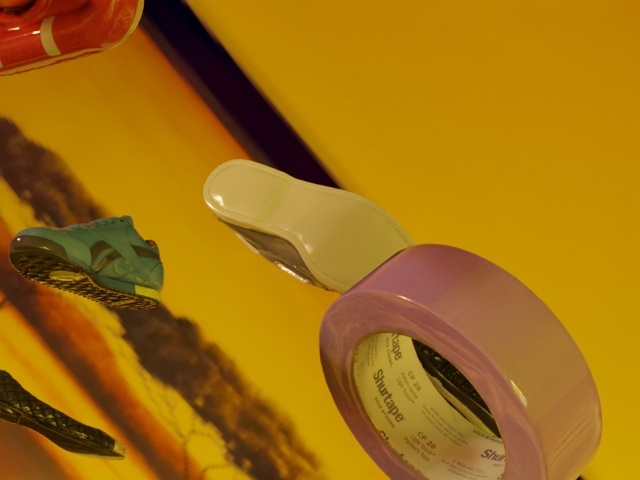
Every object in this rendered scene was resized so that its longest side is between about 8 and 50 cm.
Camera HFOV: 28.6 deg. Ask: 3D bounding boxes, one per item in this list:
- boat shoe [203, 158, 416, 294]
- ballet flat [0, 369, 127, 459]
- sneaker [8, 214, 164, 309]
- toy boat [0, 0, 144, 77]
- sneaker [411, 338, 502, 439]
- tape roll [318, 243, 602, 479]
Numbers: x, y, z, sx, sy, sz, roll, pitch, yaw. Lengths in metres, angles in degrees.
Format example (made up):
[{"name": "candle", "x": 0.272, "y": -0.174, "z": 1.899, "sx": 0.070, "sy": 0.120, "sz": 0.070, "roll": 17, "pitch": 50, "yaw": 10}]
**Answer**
[{"name": "boat shoe", "x": 0.000, "y": 0.000, "z": 1.535, "sx": 0.319, "sy": 0.116, "sz": 0.099, "roll": 27, "pitch": -18, "yaw": 27}, {"name": "ballet flat", "x": -0.284, "y": 0.192, "z": 1.361, "sx": 0.173, "sy": 0.049, "sz": 0.057, "roll": 30, "pitch": -37, "yaw": -19}, {"name": "sneaker", "x": -0.222, "y": 0.007, "z": 1.201, "sx": 0.069, "sy": 0.082, "sz": 0.209, "roll": -6, "pitch": -17, "yaw": 27}, {"name": "toy boat", "x": -0.277, "y": -0.226, "z": 1.086, "sx": 0.231, "sy": 0.151, "sz": 0.151, "roll": -10, "pitch": -91, "yaw": 23}, {"name": "sneaker", "x": 0.140, "y": 0.171, "z": 1.375, "sx": 0.234, "sy": 0.084, "sz": 0.097, "roll": 47, "pitch": -49, "yaw": -7}, {"name": "tape roll", "x": 0.127, "y": 0.142, "z": 1.191, "sx": 0.275, "sy": 0.090, "sz": 0.274, "roll": 32, "pitch": -39, "yaw": 31}]
